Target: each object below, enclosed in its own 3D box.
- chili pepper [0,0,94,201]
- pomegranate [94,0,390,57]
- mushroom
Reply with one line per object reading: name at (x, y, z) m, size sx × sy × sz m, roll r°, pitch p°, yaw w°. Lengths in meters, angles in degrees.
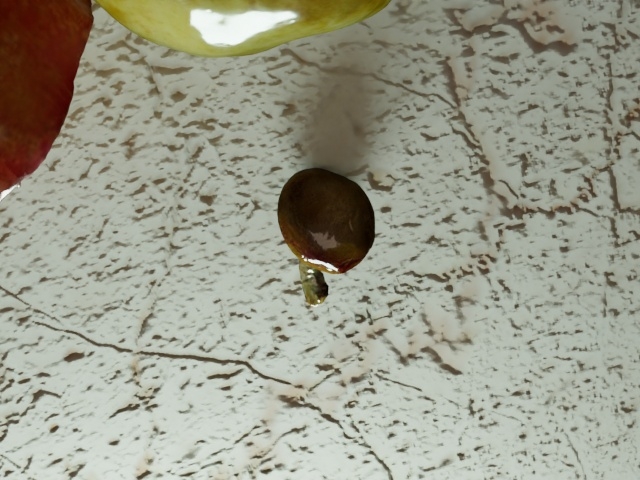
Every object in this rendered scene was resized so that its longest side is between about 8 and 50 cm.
chili pepper at (-0.342, -0.153, 1.135) m, size 0.305 × 0.229 × 0.251 m, roll 39°, pitch 134°, yaw -26°
pomegranate at (-0.063, -0.291, 1.118) m, size 0.332 × 0.332 × 0.333 m, roll -7°, pitch 116°, yaw -14°
mushroom at (0.008, 0.002, 1.400) m, size 0.088 × 0.073 × 0.129 m, roll -31°, pitch 130°, yaw -41°
